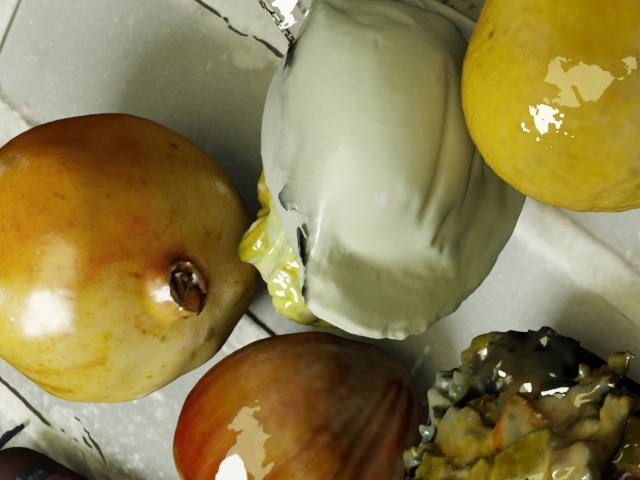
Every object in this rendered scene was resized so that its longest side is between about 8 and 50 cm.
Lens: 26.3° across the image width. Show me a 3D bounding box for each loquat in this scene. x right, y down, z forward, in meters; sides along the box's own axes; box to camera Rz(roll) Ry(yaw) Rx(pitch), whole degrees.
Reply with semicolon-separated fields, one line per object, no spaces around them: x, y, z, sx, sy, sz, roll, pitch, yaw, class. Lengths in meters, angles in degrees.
0.198;-0.122;0.941;0.208;0.208;0.208;3;96;34;loquat

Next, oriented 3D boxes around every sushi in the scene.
0.180;0.193;0.998;0.213;0.204;0.200;-54;29;-15;sushi

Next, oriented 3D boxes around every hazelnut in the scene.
-0.018;0.171;1.138;0.186;0.210;0.210;-17;84;58;hazelnut

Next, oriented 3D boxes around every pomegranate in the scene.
-0.178;0.018;1.176;0.264;0.264;0.264;3;96;34;pomegranate

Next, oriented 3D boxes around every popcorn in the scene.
0.000;0.000;1.135;0.126;0.126;0.145;1;104;26;popcorn

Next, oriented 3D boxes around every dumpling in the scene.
0.062;-0.064;1.040;0.175;0.227;0.243;35;111;61;dumpling

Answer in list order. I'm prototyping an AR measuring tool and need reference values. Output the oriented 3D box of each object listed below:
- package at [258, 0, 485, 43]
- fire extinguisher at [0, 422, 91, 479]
0.035;-0.240;1.128;0.204;0.062;0.251;-36;78;32;package
-0.246;0.278;1.337;0.337;0.114;0.135;19;63;31;fire extinguisher
